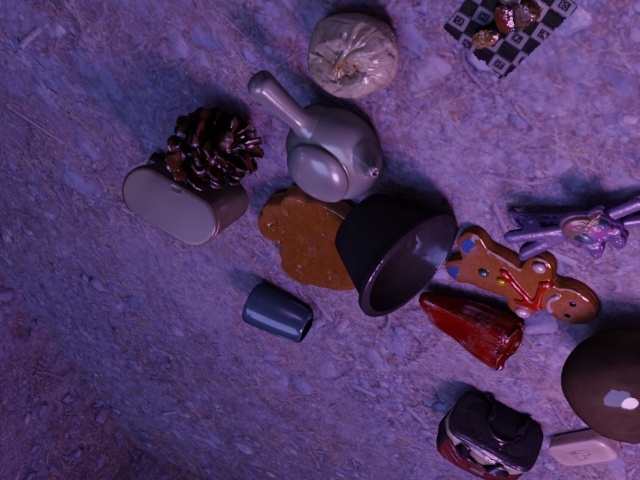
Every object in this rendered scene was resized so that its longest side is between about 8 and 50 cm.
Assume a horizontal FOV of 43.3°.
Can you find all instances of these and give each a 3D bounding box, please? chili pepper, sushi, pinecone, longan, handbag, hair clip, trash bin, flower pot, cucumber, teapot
[{"bbox_3d":[0.338,0.190,1.838,0.252,0.136,0.144,27,-168,30],"label":"chili pepper"},{"bbox_3d":[0.285,-0.339,1.265,0.139,0.031,0.201,37,147,-4],"label":"sushi"},{"bbox_3d":[-0.231,-0.195,1.759,0.204,0.184,0.179,21,179,35],"label":"pinecone"},{"bbox_3d":[0.603,0.287,1.603,0.246,0.215,0.246,19,166,5],"label":"longan"},{"bbox_3d":[0.432,0.517,2.083,0.254,0.181,0.181,26,148,8],"label":"handbag"},{"bbox_3d":[0.459,-0.016,1.466,0.278,0.090,0.137,-4,140,45],"label":"hair clip"},{"bbox_3d":[-0.309,-0.102,1.890,0.243,0.247,0.121,30,109,5],"label":"trash bin"},{"bbox_3d":[0.138,0.012,1.683,0.166,0.269,0.269,41,153,30],"label":"flower pot"},{"bbox_3d":[-0.353,-0.157,2.049,0.187,0.058,0.058,31,147,3],"label":"cucumber"},{"bbox_3d":[-0.021,-0.200,1.606,0.318,0.149,0.220,38,146,-6],"label":"teapot"}]

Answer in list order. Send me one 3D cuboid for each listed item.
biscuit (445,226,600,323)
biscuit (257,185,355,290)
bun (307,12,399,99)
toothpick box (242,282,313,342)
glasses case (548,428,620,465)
[{"bbox_3d":[0.419,0.088,1.674,0.324,0.049,0.205,26,145,11],"label":"biscuit"},{"bbox_3d":[0.000,0.000,1.925,0.312,0.057,0.351,49,143,-19],"label":"biscuit"},{"bbox_3d":[0.052,-0.321,1.423,0.188,0.111,0.164,6,134,42],"label":"bun"},{"bbox_3d":[-0.114,0.206,2.232,0.184,0.120,0.120,25,146,12],"label":"toothpick box"},{"bbox_3d":[0.652,0.514,1.997,0.083,0.050,0.196,42,147,-6],"label":"glasses case"}]
